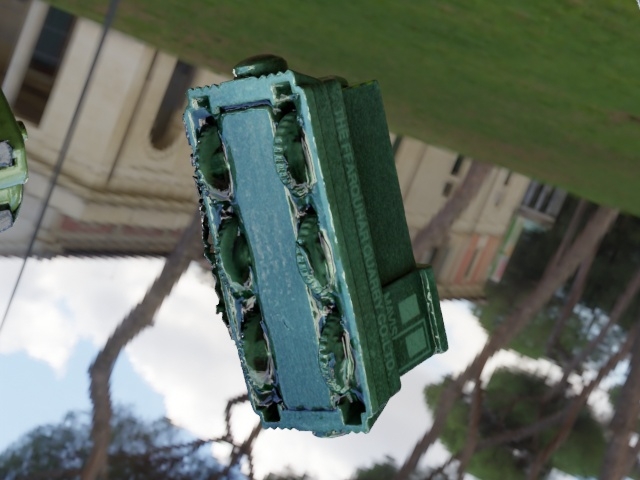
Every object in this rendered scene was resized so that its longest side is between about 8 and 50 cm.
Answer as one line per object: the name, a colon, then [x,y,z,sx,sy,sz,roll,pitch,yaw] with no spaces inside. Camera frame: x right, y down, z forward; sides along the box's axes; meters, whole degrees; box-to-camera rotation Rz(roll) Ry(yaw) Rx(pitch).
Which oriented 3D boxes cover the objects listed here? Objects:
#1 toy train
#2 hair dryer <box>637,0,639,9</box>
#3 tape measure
toy train: [0.000,0.000,1.053,0.138,0.330,0.178,-4,-168,38]
hair dryer: [0.221,-0.062,0.733,0.092,0.229,0.267,-13,147,35]
tape measure: [-0.330,-0.092,1.109,0.106,0.175,0.200,-20,-123,-23]
